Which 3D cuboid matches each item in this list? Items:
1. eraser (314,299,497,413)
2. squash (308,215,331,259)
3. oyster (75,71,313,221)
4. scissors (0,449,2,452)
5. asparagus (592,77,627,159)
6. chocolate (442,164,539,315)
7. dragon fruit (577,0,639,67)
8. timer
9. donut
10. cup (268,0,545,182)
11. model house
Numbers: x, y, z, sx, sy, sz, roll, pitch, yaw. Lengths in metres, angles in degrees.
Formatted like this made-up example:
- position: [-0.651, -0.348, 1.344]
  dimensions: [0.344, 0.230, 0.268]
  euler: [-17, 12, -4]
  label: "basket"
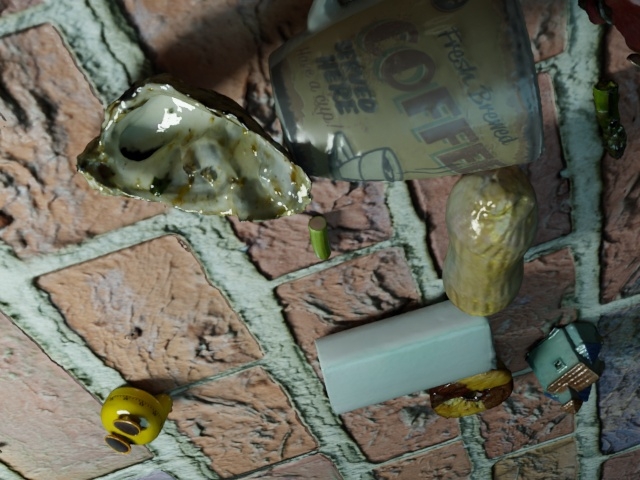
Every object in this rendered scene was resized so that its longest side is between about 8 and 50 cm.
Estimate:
- position: [0.145, 0.194, 1.552]
  dimensions: [0.290, 0.104, 0.189]
  euler: [-16, 148, -1]
  label: "eraser"
- position: [0.000, 0.000, 1.304]
  dimensions: [0.027, 0.027, 0.083]
  euler: [-14, 144, -4]
  label: "squash"
- position: [-0.130, -0.088, 1.000]
  dimensions: [0.094, 0.294, 0.166]
  euler: [-34, 143, -58]
  label: "oyster"
- position: [-0.686, 0.358, 1.503]
  dimensions: [0.317, 0.024, 0.160]
  euler: [-1, 139, -20]
  label: "scissors"
- position: [0.395, -0.160, 1.250]
  dimensions: [0.036, 0.030, 0.165]
  euler: [-33, 142, 4]
  label: "asparagus"
- position: [0.237, 0.000, 1.320]
  dimensions: [0.134, 0.134, 0.309]
  euler: [-12, 148, -6]
  label: "chocolate"
- position: [0.400, -0.276, 0.949]
  dimensions: [0.227, 0.224, 0.224]
  euler: [-39, 142, -2]
  label: "dragon fruit"
- position: [-0.303, 0.282, 1.517]
  dimensions: [0.107, 0.109, 0.107]
  euler: [9, 131, 10]
  label: "timer"
- position: [0.276, 0.264, 1.719]
  dimensions: [0.166, 0.073, 0.184]
  euler: [-29, 143, 15]
  label: "donut"
- position: [0.073, -0.196, 0.949]
  dimensions: [0.257, 0.227, 0.301]
  euler: [-14, 115, 2]
  label: "cup"
- position: [0.474, 0.250, 1.718]
  dimensions: [0.119, 0.149, 0.148]
  euler: [12, 137, -34]
  label: "model house"
